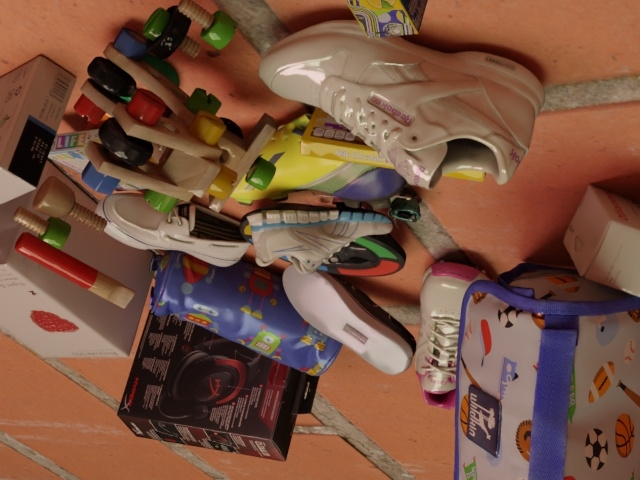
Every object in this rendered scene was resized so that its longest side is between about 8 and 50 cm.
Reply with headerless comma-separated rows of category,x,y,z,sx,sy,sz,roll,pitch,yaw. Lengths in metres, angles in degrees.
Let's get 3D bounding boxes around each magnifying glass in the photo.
magnifying glass,-0.245,-0.171,1.655,0.092,0.026,0.231,24,150,-20

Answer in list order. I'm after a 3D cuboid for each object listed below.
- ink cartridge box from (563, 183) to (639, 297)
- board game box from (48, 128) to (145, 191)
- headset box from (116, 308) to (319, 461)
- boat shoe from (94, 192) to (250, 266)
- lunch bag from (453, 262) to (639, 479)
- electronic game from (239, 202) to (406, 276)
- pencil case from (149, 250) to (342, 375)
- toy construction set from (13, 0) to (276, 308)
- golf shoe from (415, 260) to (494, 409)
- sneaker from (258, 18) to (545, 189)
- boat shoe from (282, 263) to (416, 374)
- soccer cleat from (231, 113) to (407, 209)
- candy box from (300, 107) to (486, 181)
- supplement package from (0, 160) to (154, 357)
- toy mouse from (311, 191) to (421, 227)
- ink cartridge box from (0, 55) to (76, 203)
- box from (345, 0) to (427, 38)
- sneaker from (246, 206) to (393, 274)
ink cartridge box,0.393,0.017,1.554,0.190,0.139,0.082,20,109,-8
board game box,-0.275,-0.104,1.757,0.103,0.026,0.154,-4,161,32
headset box,-0.149,0.221,2.153,0.293,0.218,0.110,6,154,16
boat shoe,-0.196,-0.029,1.859,0.226,0.083,0.076,14,146,-30
lunch bag,0.284,0.202,1.619,0.239,0.328,0.385,5,-174,15
electronic game,0.003,0.004,1.809,0.229,0.048,0.229,12,163,4
pencil case,-0.113,0.103,2.010,0.306,0.119,0.133,22,128,-14
toy construction set,-0.163,-0.070,1.471,0.237,0.309,0.257,33,170,-25
golf shoe,0.189,0.139,1.911,0.115,0.140,0.306,10,152,12
sneaker,0.076,-0.140,1.406,0.305,0.152,0.114,12,154,9
boat shoe,0.048,0.103,1.967,0.228,0.076,0.080,35,120,5
soccer cleat,-0.030,-0.107,1.623,0.289,0.093,0.121,4,129,26
candy box,0.089,-0.118,1.497,0.206,0.105,0.027,9,127,10
supplement package,-0.404,0.035,1.964,0.177,0.175,0.293,-4,149,31
toy mouse,0.075,-0.050,1.711,0.161,0.031,0.143,5,166,30
ink cartridge box,-0.446,-0.111,1.714,0.065,0.165,0.332,33,149,-34
box,0.045,-0.267,1.283,0.059,0.054,0.169,-1,149,27
sneaker,0.000,0.000,1.654,0.190,0.083,0.071,-3,-176,-21
